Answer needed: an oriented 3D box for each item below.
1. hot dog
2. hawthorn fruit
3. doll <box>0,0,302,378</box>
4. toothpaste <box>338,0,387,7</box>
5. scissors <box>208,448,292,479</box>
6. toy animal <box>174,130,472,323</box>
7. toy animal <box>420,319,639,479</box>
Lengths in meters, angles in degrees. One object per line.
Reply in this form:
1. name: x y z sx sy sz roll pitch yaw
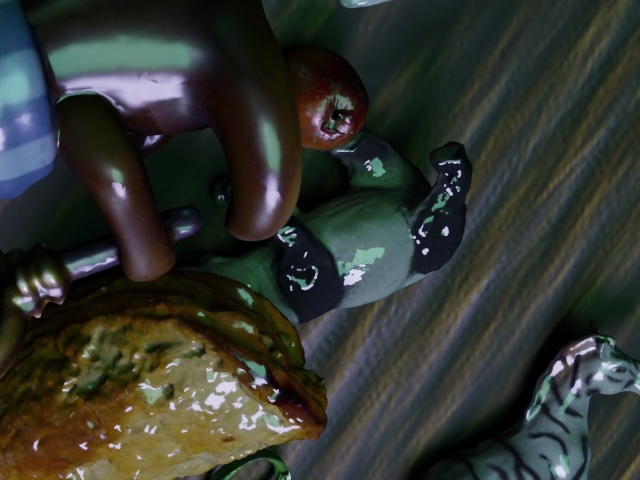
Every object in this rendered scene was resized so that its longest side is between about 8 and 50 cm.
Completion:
1. hot dog: -0.127 0.107 1.190 0.259 0.114 0.175 -22 138 21
2. hawthorn fruit: -0.001 -0.099 1.209 0.077 0.077 0.077 -12 117 -25
3. doll: -0.181 -0.081 1.055 0.340 0.209 0.318 -18 87 -25
4. toothpaste: 0.127 -0.219 1.254 0.255 0.037 0.067 -13 118 -21
5. scissors: -0.113 0.230 1.318 0.204 0.027 0.101 -19 118 -21
6. toy animal: 0.000 0.000 1.248 0.225 0.094 0.121 -23 130 -21
7. toy animal: 0.183 0.201 1.449 0.255 0.090 0.170 -46 122 -8
